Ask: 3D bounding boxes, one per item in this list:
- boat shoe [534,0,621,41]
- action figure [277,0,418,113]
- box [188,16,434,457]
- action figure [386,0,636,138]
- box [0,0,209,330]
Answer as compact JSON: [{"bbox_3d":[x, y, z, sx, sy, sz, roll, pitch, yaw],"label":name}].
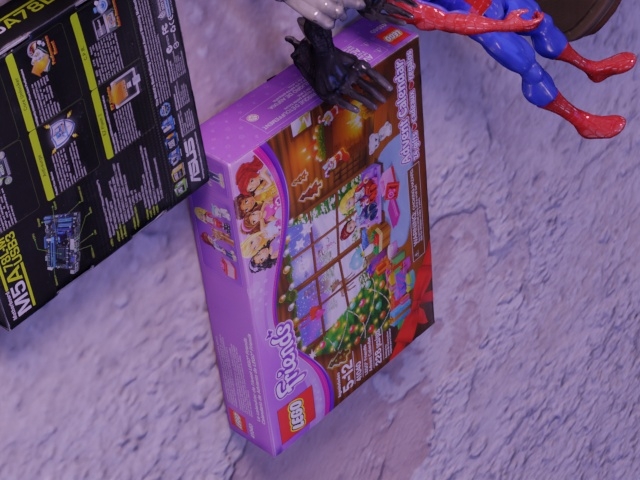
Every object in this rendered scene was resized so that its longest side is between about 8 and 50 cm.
[{"bbox_3d":[0.249,-0.308,1.310,0.104,0.111,0.307,-13,124,-49],"label":"boat shoe"},{"bbox_3d":[-0.008,-0.206,1.021,0.164,0.141,0.275,-63,148,-17],"label":"action figure"},{"bbox_3d":[0.000,0.000,1.243,0.201,0.057,0.293,-37,138,-31],"label":"box"},{"bbox_3d":[0.156,-0.176,1.213,0.280,0.139,0.091,25,65,-32],"label":"action figure"},{"bbox_3d":[-0.158,-0.067,1.007,0.184,0.045,0.190,-38,140,-28],"label":"box"}]
